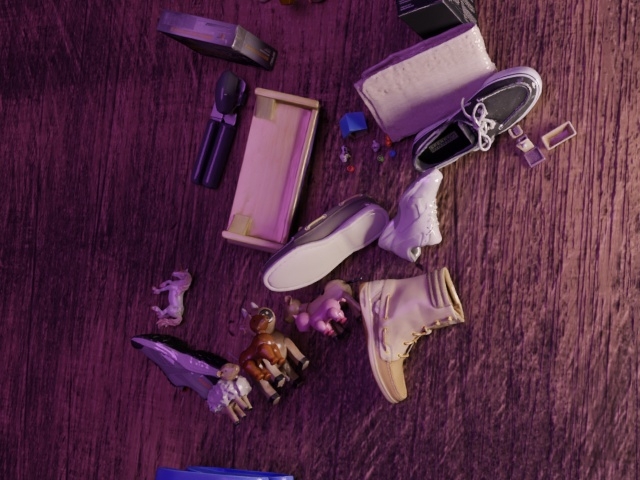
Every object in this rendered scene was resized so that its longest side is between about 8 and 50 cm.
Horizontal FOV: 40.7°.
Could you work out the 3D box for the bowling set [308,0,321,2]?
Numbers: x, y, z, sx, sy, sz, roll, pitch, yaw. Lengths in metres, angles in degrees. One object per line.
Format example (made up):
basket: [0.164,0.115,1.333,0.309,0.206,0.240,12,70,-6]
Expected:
bowling set: [0.032,-0.669,1.944,0.287,0.200,0.154,-35,70,23]

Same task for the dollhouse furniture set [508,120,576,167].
dollhouse furniture set: [0.440,-0.219,1.732,0.114,0.081,0.091,-31,70,20]

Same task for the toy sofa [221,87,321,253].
toy sofa: [-0.107,-0.155,1.984,0.150,0.177,0.362,13,89,3]

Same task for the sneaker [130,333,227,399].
sneaker: [-0.351,0.294,2.058,0.272,0.100,0.108,21,98,28]

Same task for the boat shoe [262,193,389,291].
boat shoe: [0.002,0.003,1.880,0.305,0.109,0.091,-32,43,-2]

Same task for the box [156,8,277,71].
box: [-0.244,-0.476,2.060,0.231,0.183,0.056,19,92,27]

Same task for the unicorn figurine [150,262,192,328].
unicorn figurine: [-0.361,0.131,2.112,0.111,0.060,0.161,-3,98,26]

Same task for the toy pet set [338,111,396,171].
toy pet set: [0.091,-0.226,1.920,0.122,0.065,0.114,-19,75,23]

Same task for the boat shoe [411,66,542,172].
boat shoe: [0.313,-0.239,1.761,0.306,0.105,0.113,-28,109,23]

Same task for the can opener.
can opener: [-0.257,-0.269,2.086,0.076,0.095,0.283,18,91,29]

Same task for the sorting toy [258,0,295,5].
sorting toy: [-0.111,-0.681,2.053,0.229,0.041,0.307,-49,59,53]

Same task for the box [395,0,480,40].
box: [0.236,-0.511,1.775,0.103,0.261,0.184,-12,77,26]

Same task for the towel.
towel: [0.228,-0.325,1.808,0.282,0.187,0.049,-20,40,22]

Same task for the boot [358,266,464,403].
boot: [0.200,0.197,1.793,0.204,0.095,0.261,-13,82,19]

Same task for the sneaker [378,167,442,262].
sneaker: [0.215,-0.049,1.803,0.115,0.090,0.232,35,133,12]

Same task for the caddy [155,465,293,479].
caddy: [-0.213,0.589,1.867,0.341,0.241,0.179,-3,77,27]

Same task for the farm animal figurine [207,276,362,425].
farm animal figurine: [-0.089,0.210,1.872,0.172,0.330,0.326,47,133,21]
